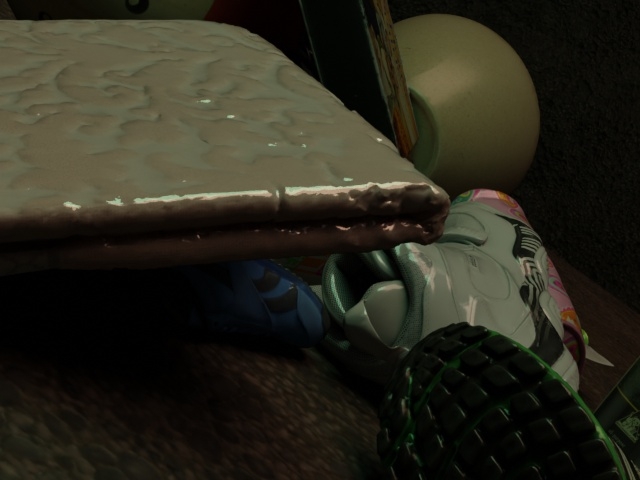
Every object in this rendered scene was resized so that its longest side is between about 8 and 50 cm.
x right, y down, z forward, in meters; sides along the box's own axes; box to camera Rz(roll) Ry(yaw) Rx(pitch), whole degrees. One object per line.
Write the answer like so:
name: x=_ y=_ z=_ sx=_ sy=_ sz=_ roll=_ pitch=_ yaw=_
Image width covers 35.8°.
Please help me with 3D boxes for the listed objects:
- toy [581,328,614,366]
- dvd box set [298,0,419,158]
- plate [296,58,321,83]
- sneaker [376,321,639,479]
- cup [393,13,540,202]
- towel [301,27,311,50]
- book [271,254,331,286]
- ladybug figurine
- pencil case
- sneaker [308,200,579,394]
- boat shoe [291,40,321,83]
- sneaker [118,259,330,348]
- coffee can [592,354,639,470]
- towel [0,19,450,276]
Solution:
toy: x=0.260 y=0.116 z=1.274 sx=0.237 sy=0.056 sz=0.137 roll=17 pitch=19 yaw=-39
dvd box set: x=0.041 y=-0.239 z=1.111 sx=0.420 sy=0.062 sz=0.308 roll=-48 pitch=124 yaw=-78
plate: x=0.062 y=-0.044 z=1.164 sx=0.277 sy=0.045 sz=0.278 roll=46 pitch=16 yaw=-46
sneaker: x=0.163 y=0.195 z=0.604 sx=0.343 sy=0.134 sz=0.146 roll=51 pitch=11 yaw=24
cup: x=0.134 y=-0.163 z=1.455 sx=0.331 sy=0.331 sz=0.237 roll=38 pitch=24 yaw=12
towel: x=-0.168 y=-0.334 z=1.402 sx=0.336 sy=0.040 sz=0.243 roll=12 pitch=1 yaw=-3
book: x=0.000 y=0.000 z=0.916 sx=0.035 sy=0.096 sz=0.144 roll=50 pitch=18 yaw=27
ladybug figurine: x=-0.159 y=-0.242 z=1.089 sx=0.449 sy=0.305 sz=0.162 roll=-4 pitch=85 yaw=-69
pencil case: x=0.201 y=0.055 z=1.096 sx=0.124 sy=0.124 sz=0.284 roll=31 pitch=26 yaw=-21
sneaker: x=0.097 y=0.031 z=0.892 sx=0.210 sy=0.137 sz=0.366 roll=33 pitch=23 yaw=-17
boat shoe: x=-0.089 y=-0.240 z=1.441 sx=0.127 sy=0.158 sz=0.340 roll=22 pitch=18 yaw=-48
sneaker: x=-0.069 y=0.039 z=0.697 sx=0.069 sy=0.082 sz=0.209 roll=2 pitch=-29 yaw=37
coffee can: x=0.460 y=0.166 z=1.108 sx=0.201 sy=0.275 sz=0.201 roll=33 pitch=12 yaw=-8
towel: x=-0.131 y=-0.072 z=0.620 sx=0.317 sy=0.053 sz=0.332 roll=-5 pitch=30 yaw=-23
